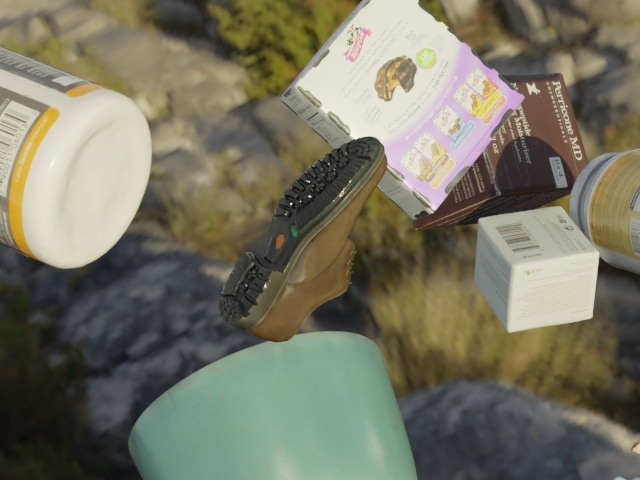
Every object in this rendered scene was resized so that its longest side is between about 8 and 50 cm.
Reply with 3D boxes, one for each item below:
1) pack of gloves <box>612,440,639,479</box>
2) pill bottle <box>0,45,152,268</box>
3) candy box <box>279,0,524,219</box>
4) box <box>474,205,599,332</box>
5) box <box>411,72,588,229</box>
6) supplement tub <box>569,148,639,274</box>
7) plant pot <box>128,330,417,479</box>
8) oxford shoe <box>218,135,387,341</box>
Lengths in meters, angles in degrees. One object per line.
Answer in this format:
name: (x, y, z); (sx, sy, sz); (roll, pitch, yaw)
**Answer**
pack of gloves: (0.363, 0.235, 1.550); (0.195, 0.232, 0.046); (-52, 15, 38)
pill bottle: (-0.300, -0.093, 1.524); (0.278, 0.162, 0.162); (22, 47, 26)
candy box: (0.085, -0.149, 1.808); (0.165, 0.196, 0.070); (-50, 7, -16)
box: (0.226, 0.030, 1.820); (0.102, 0.087, 0.101); (-8, 33, -15)
box: (0.227, -0.121, 2.339); (0.203, 0.169, 0.167); (-7, -12, -42)
supplement tub: (0.392, -0.028, 1.983); (0.144, 0.144, 0.199); (-34, 25, -18)
plant pot: (-0.028, 0.273, 1.818); (0.293, 0.293, 0.235); (-25, 63, 3)
oxford shoe: (0.000, 0.000, 1.680); (0.227, 0.096, 0.083); (-53, 34, 9)
